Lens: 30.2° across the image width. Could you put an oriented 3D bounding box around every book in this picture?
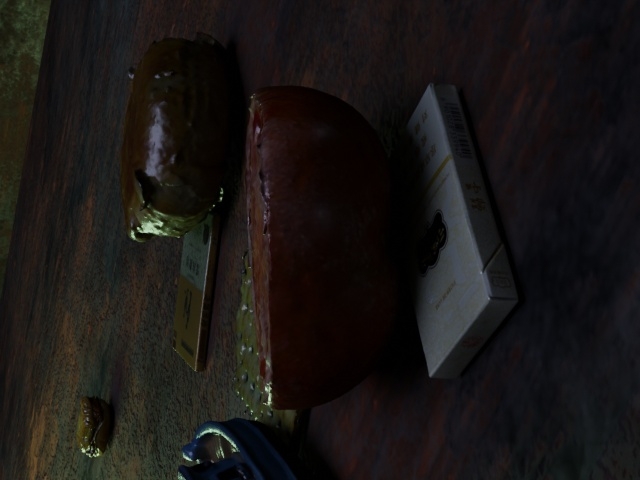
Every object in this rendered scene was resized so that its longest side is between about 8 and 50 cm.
[{"bbox_3d":[-0.138,0.047,1.311,0.118,0.012,0.172,-155,71,-69],"label":"book"}]

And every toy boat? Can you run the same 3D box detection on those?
[{"bbox_3d":[-0.068,0.203,0.957,0.223,0.097,0.100,-157,55,-66],"label":"toy boat"}]

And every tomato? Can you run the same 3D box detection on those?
[{"bbox_3d":[0.000,0.000,0.810,0.237,0.095,0.237,176,90,-84],"label":"tomato"}]

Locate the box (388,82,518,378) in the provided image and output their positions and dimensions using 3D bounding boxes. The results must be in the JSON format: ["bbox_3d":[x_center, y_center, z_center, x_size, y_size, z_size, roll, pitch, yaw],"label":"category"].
[{"bbox_3d":[0.077,-0.008,0.744,0.090,0.024,0.167,118,149,-49],"label":"box"}]

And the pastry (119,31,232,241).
[{"bbox_3d":[-0.158,-0.111,1.268,0.218,0.100,0.229,-146,63,-70],"label":"pastry"}]

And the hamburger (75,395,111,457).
[{"bbox_3d":[-0.327,0.268,1.710,0.076,0.044,0.083,-124,46,-61],"label":"hamburger"}]

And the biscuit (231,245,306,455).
[{"bbox_3d":[-0.045,0.098,1.050,0.203,0.016,0.144,-139,57,-64],"label":"biscuit"}]
